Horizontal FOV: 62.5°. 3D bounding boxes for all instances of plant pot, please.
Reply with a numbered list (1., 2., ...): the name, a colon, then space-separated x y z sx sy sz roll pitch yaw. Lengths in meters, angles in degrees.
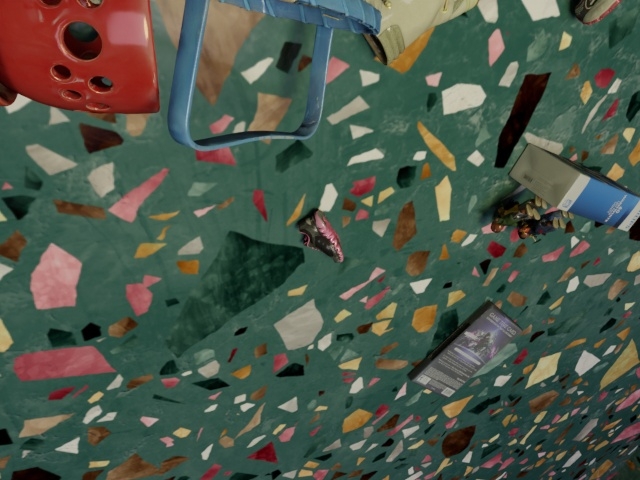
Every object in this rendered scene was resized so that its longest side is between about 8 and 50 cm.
1. plant pot: -0.252 -0.217 0.513 0.174 0.191 0.191 -7 128 -14

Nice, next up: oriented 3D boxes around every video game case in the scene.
1. video game case: 0.371 0.284 1.338 0.274 0.026 0.196 -47 132 10

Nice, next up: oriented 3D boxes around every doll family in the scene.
1. doll family: 0.416 -0.040 1.061 0.193 0.076 0.111 18 150 -29

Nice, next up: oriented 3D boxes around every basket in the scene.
1. basket: -0.050 -0.242 0.548 0.255 0.201 0.289 -29 137 -58

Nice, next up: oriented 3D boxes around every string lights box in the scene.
1. string lights box: 0.512 -0.101 1.042 0.259 0.133 0.077 10 118 -34

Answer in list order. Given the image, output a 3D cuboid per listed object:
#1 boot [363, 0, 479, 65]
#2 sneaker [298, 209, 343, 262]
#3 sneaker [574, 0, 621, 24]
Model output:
1. boot: 0.106 -0.348 0.675 0.165 0.077 0.213 -35 136 3
2. sneaker: 0.000 0.000 0.913 0.057 0.047 0.119 -24 130 10
3. sneaker: 0.438 -0.457 0.751 0.121 0.112 0.299 -46 156 -29
